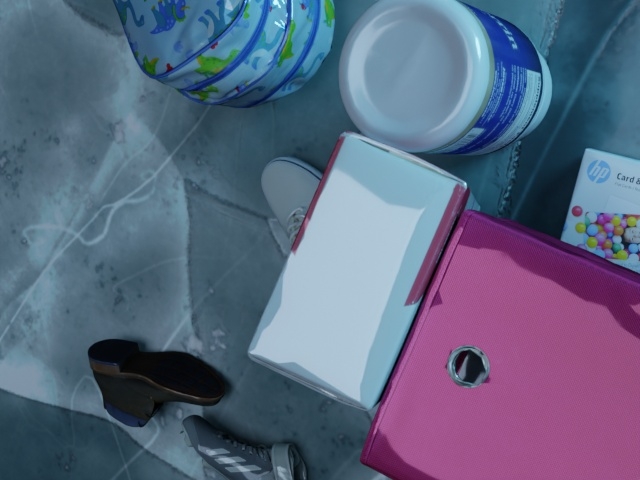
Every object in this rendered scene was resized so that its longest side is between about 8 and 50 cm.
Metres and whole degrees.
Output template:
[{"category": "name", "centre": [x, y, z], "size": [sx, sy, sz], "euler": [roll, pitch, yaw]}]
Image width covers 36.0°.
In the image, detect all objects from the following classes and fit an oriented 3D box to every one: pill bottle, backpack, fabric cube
[{"category": "pill bottle", "centre": [0.142, -0.164, 1.020], "size": [0.153, 0.264, 0.153], "euler": [2, 94, 29]}, {"category": "backpack", "centre": [-0.133, -0.331, 1.203], "size": [0.290, 0.273, 0.356], "euler": [-24, 93, 23]}, {"category": "fabric cube", "centre": [0.229, 0.139, 0.931], "size": [0.258, 0.259, 0.254], "euler": [25, 98, 20]}]

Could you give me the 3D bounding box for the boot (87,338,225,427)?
[{"category": "boot", "centre": [-0.227, 0.215, 1.391], "size": [0.219, 0.082, 0.106], "euler": [15, 123, 25]}]

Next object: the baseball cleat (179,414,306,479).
[{"category": "baseball cleat", "centre": [-0.093, 0.288, 1.315], "size": [0.206, 0.072, 0.109], "euler": [43, 99, 16]}]

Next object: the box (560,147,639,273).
[{"category": "box", "centre": [0.331, 0.009, 1.051], "size": [0.145, 0.038, 0.186], "euler": [19, 102, 27]}]

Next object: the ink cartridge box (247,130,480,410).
[{"category": "ink cartridge box", "centre": [0.060, 0.031, 0.996], "size": [0.131, 0.306, 0.226], "euler": [23, 93, 13]}]

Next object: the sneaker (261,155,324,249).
[{"category": "sneaker", "centre": [0.000, 0.000, 1.215], "size": [0.094, 0.091, 0.258], "euler": [-44, 72, 25]}]
